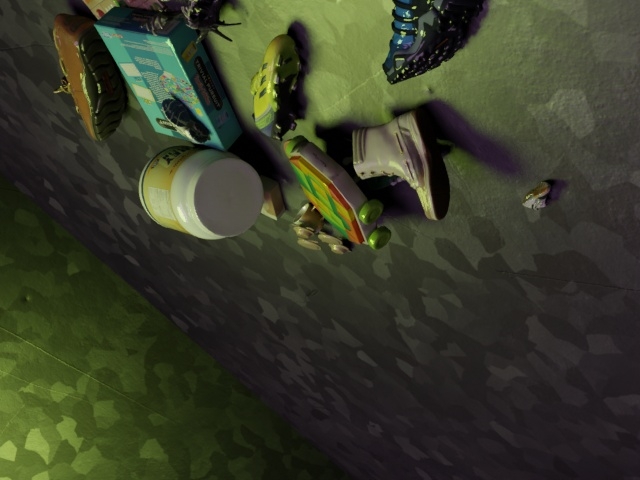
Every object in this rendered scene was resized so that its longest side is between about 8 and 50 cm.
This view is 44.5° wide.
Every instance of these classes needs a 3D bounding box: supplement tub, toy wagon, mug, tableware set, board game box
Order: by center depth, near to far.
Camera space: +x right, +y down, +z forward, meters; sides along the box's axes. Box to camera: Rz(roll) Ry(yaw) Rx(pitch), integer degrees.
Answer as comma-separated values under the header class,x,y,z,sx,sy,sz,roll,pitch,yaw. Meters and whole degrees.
class,x,y,z,sx,sy,sz,roll,pitch,yaw
toy wagon,0.045,-0.083,1.753,0.267,0.068,0.344,44,169,29
board game box,-0.355,-0.382,1.858,0.254,0.079,0.336,19,149,33
mug,-0.022,-0.052,1.979,0.064,0.062,0.078,38,161,-14
tableware set,0.000,0.000,1.990,0.141,0.020,0.168,13,164,16
supplement tub,-0.305,-0.124,1.999,0.316,0.228,0.228,14,144,54

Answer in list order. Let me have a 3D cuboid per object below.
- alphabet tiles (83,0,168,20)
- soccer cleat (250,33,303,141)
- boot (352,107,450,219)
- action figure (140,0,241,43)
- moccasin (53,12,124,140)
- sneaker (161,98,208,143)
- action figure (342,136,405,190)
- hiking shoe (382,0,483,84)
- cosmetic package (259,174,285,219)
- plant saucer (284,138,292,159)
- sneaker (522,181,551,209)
class,x,y,z,sx,sy,sz,roll,pitch,yaw
alphabet tiles,-0.480,-0.596,1.778,0.343,0.011,0.285,-4,131,54
soccer cleat,-0.107,-0.324,1.636,0.121,0.093,0.289,39,154,17
boot,0.152,-0.132,1.509,0.165,0.077,0.213,-12,96,36
action figure,-0.300,-0.488,1.578,0.276,0.141,0.164,40,142,2
moccasin,-0.625,-0.426,2.079,0.147,0.139,0.380,28,151,23
sneaker,-0.330,-0.277,1.853,0.135,0.052,0.058,47,157,-19
action figure,0.148,-0.160,1.602,0.232,0.063,0.137,-3,128,48
hiking shoe,0.166,-0.363,1.250,0.132,0.113,0.304,65,159,10
cosmetic package,-0.134,-0.112,2.046,0.060,0.041,0.115,25,150,28
plant saucer,-0.052,-0.201,1.837,0.083,0.013,0.083,30,152,18
sneaker,0.406,-0.081,1.432,0.037,0.032,0.083,27,159,-5
